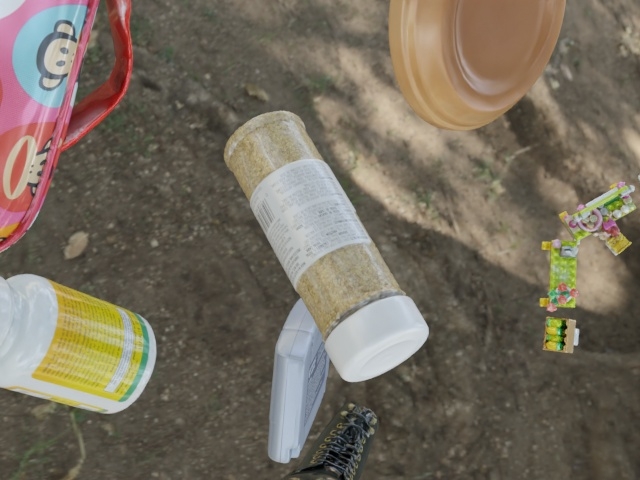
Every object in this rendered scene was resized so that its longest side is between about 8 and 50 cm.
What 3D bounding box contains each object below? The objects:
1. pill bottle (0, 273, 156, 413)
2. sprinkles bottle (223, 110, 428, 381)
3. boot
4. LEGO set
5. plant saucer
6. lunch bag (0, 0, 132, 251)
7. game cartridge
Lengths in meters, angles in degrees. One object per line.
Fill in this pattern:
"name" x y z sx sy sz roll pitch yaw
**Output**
"pill bottle" -0.282 0.103 0.932 0.208 0.117 0.118 30 54 -48
"sprinkles bottle" 0.000 0.000 1.140 0.121 0.121 0.355 0 52 -47
"boot" 0.011 0.181 0.749 0.077 0.198 0.137 33 67 2
"LEGO set" 0.368 0.016 1.224 0.132 0.287 0.107 38 1 12
"plant saucer" 0.135 -0.182 0.712 0.200 0.037 0.200 -22 123 -37
"lunch bag" -0.224 -0.134 0.495 0.258 0.120 0.293 10 111 -37
"game cartridge" -0.027 0.196 1.418 0.294 0.060 0.196 -54 154 -74
